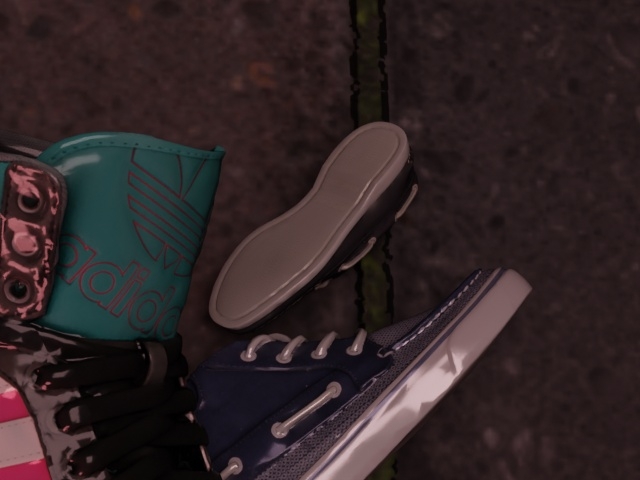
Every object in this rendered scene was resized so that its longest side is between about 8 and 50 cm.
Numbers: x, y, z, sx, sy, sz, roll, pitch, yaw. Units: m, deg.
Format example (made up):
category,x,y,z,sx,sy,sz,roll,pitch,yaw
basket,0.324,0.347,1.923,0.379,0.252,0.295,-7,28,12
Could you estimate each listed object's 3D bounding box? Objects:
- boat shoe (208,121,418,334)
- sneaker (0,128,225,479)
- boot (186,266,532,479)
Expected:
category,x,y,z,sx,sy,sz,roll,pitch,yaw
boat shoe,0.000,0.000,0.593,0.046,0.038,0.125,23,65,38
sneaker,-0.076,0.050,0.477,0.295,0.124,0.178,38,104,19
boot,0.001,0.060,0.556,0.086,0.069,0.190,43,75,11
